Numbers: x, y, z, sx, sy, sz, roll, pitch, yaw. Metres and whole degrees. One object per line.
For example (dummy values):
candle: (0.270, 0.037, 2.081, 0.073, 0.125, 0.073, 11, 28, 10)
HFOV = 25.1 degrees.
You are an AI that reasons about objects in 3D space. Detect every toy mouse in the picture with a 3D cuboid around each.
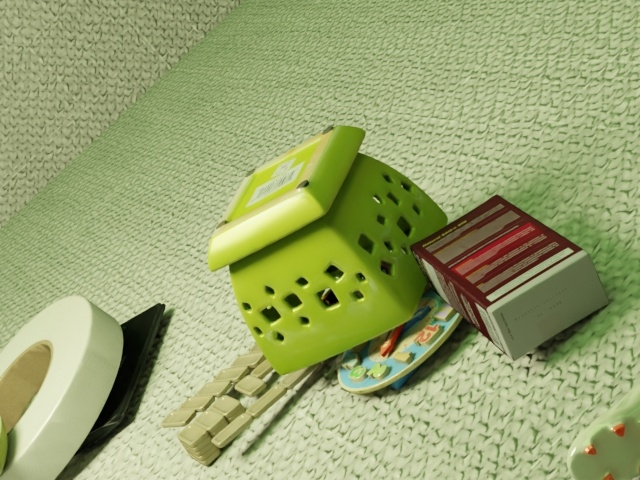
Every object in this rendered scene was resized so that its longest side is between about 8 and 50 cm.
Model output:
toy mouse: (0.063, 0.048, 1.970, 0.143, 0.031, 0.161, -50, 23, -22)

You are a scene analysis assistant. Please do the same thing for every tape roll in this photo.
tape roll: (-0.461, 0.262, 2.275, 0.392, 0.072, 0.392, -39, 28, 26)

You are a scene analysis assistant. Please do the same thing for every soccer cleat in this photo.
soccer cleat: (0.306, 0.157, 1.320, 0.196, 0.068, 0.076, -34, 16, -4)

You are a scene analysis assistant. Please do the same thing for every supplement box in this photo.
supplement box: (0.210, 0.037, 1.643, 0.130, 0.073, 0.239, -30, 25, -7)

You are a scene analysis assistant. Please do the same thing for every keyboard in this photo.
keyboard: (-0.348, 0.232, 2.298, 0.201, 0.033, 0.317, -29, 23, 24)

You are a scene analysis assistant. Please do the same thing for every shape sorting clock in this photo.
shape sorting clock: (0.101, 0.110, 1.775, 0.206, 0.040, 0.206, -34, 22, 16)

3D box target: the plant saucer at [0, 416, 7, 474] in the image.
plant saucer: (-0.537, 0.364, 2.141, 0.241, 0.037, 0.241, -38, 29, 26)

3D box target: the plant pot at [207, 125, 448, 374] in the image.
plant pot: (0.000, 0.000, 1.828, 0.228, 0.207, 0.227, -26, 23, 32)

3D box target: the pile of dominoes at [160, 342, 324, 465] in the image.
pile of dominoes: (-0.084, 0.202, 1.940, 0.251, 0.040, 0.196, -39, 19, -18)
